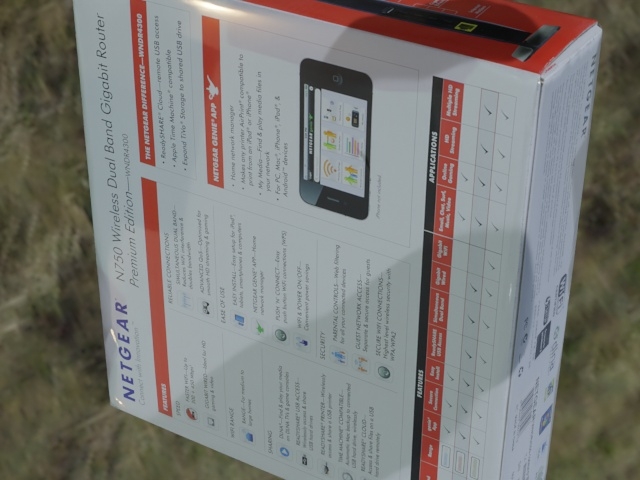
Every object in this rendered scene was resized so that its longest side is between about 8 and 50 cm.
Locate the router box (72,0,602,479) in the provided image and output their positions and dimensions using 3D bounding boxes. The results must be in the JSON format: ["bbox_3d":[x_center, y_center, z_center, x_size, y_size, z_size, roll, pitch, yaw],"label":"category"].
[{"bbox_3d":[0.000,0.000,0.860,0.082,0.301,0.336,-41,141,-47],"label":"router box"}]
